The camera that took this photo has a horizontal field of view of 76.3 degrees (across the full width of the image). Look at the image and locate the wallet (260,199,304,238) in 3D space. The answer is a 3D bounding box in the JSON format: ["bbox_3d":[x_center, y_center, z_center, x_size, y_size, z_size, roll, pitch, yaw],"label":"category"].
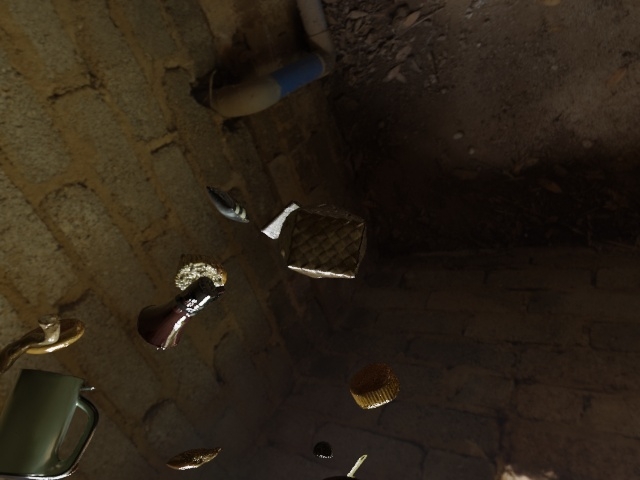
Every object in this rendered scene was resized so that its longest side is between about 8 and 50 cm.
[{"bbox_3d":[-0.181,-0.101,2.032,0.232,0.031,0.122,-42,137,15],"label":"wallet"}]

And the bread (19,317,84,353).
[{"bbox_3d":[-0.897,0.325,1.369,0.114,0.190,0.077,45,141,35],"label":"bread"}]

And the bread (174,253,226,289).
[{"bbox_3d":[-0.643,0.175,2.199,0.275,0.149,0.274,-7,142,-6],"label":"bread"}]

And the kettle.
[{"bbox_3d":[-0.723,0.486,1.075,0.241,0.255,0.165,15,148,-17],"label":"kettle"}]

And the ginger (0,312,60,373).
[{"bbox_3d":[-0.774,0.286,1.037,0.288,0.089,0.075,-34,113,6],"label":"ginger"}]

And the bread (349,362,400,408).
[{"bbox_3d":[0.216,0.581,1.652,0.199,0.199,0.104,-15,109,41],"label":"bread"}]

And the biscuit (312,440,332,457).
[{"bbox_3d":[0.012,0.970,1.876,0.089,0.087,0.027,40,160,39],"label":"biscuit"}]

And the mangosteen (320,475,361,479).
[{"bbox_3d":[0.049,0.725,0.930,0.331,0.330,0.329,19,132,22],"label":"mangosteen"}]

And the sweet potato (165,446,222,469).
[{"bbox_3d":[-0.421,0.735,1.381,0.068,0.206,0.060,-51,53,22],"label":"sweet potato"}]

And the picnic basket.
[{"bbox_3d":[0.000,0.000,1.606,0.338,0.337,0.292,11,91,28],"label":"picnic basket"}]

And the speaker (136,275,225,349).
[{"bbox_3d":[-0.508,0.275,1.610,0.330,0.198,0.259,-33,146,17],"label":"speaker"}]

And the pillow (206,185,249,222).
[{"bbox_3d":[-0.464,-0.176,2.042,0.186,0.106,0.250,39,177,15],"label":"pillow"}]

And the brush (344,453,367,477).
[{"bbox_3d":[0.107,0.794,1.400,0.205,0.083,0.011,-63,38,26],"label":"brush"}]
